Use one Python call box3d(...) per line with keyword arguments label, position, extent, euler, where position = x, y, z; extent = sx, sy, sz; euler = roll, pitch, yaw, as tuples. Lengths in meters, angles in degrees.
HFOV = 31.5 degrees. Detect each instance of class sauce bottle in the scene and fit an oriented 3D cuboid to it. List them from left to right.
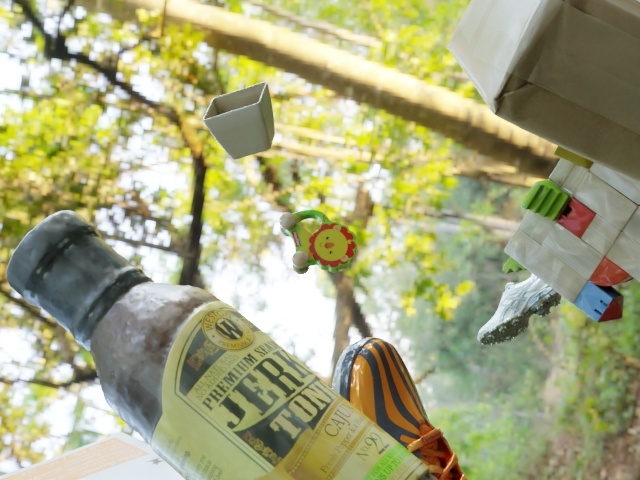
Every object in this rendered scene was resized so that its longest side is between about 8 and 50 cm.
box3d(label="sauce bottle", position=(-0.068, 0.108, 0.758), extent=(0.111, 0.344, 0.111), euler=(-49, -13, -16))

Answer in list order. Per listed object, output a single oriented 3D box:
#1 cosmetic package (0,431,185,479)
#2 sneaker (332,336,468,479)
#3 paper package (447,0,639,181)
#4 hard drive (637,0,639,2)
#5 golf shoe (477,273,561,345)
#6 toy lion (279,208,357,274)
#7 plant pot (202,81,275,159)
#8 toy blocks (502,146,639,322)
box3d(label="cosmetic package", position=(-0.242, 0.387, 1.421), extent=(0.230, 0.453, 0.162), euler=(-16, -78, -33))
box3d(label="sneaker", position=(0.131, 0.235, 1.068), extent=(0.124, 0.180, 0.321), euler=(-19, -88, -50))
box3d(label="paper package", position=(0.337, -0.209, 1.370), extent=(0.325, 0.309, 0.168), euler=(-100, 35, -67))
box3d(label="hard drive", position=(0.515, -0.413, 1.763), extent=(0.307, 0.203, 0.040), euler=(115, 176, -70))
box3d(label="golf shoe", position=(0.356, 0.124, 2.105), extent=(0.086, 0.176, 0.069), euler=(57, -178, 35))
box3d(label="toy lion", position=(0.000, 0.000, 1.572), extent=(0.034, 0.096, 0.100), euler=(88, 164, -64))
box3d(label="plant pot", position=(-0.135, -0.208, 2.028), extent=(0.109, 0.109, 0.096), euler=(-78, -30, -62))
box3d(label="toy blocks", position=(0.476, -0.027, 1.777), extent=(0.190, 0.261, 0.381), euler=(-11, -45, -55))
